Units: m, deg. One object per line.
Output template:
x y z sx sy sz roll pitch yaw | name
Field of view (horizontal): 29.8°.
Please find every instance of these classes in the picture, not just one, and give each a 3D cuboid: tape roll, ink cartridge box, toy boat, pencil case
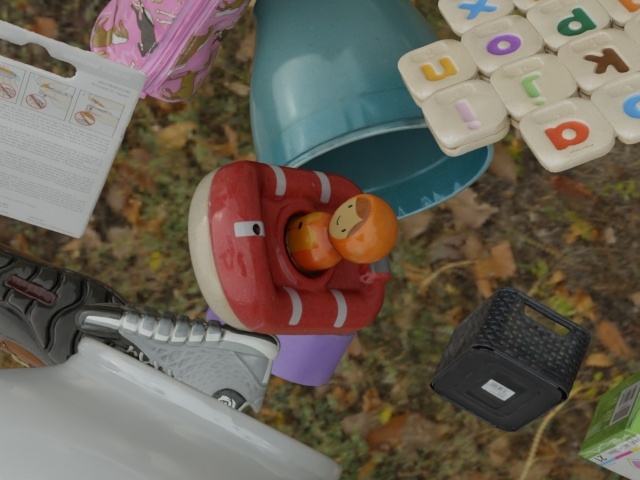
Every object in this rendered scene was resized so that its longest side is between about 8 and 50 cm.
-0.051 0.108 1.594 0.189 0.189 0.080 36 105 25 | tape roll
0.486 0.272 1.526 0.255 0.189 0.097 26 70 3 | ink cartridge box
0.000 0.000 1.035 0.151 0.231 0.151 -17 76 38 | toy boat
-0.257 -0.108 1.017 0.225 0.181 0.056 122 160 -43 | ink cartridge box
-0.125 -0.316 1.356 0.160 0.167 0.386 55 137 9 | pencil case

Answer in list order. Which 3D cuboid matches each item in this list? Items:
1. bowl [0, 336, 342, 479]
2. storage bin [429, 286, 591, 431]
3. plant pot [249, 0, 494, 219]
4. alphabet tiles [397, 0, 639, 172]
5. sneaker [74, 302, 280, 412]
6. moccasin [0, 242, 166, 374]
-0.080 0.136 0.572 0.297 0.298 0.134 22 79 30 | bowl
0.218 0.143 1.402 0.122 0.084 0.180 30 153 -2 | storage bin
0.037 -0.178 1.400 0.271 0.271 0.255 -28 65 33 | plant pot
0.209 -0.155 0.951 0.284 0.021 0.278 -20 38 -1 | alphabet tiles
-0.165 0.147 1.318 0.228 0.086 0.132 10 94 -2 | sneaker
-0.345 0.112 1.519 0.380 0.147 0.139 19 63 19 | moccasin
